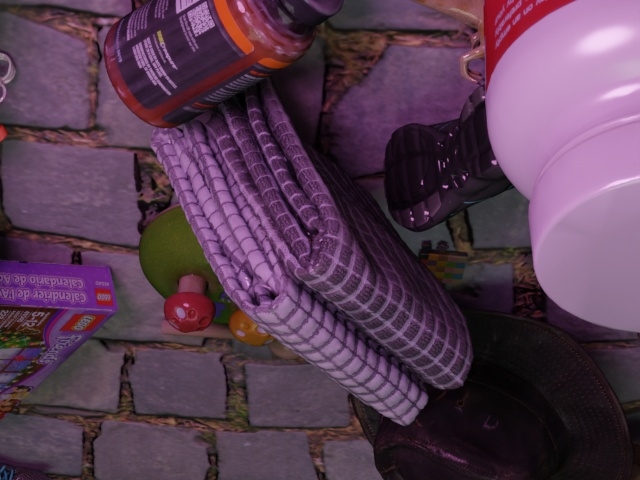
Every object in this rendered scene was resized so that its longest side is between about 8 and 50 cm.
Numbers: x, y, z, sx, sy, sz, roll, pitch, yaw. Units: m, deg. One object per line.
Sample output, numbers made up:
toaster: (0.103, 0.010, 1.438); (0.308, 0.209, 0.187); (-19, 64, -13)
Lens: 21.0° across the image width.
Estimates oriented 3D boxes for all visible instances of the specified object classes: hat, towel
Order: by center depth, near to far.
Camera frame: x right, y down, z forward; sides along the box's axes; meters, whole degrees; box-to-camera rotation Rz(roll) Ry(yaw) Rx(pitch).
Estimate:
towel: (0.000, 0.000, 1.521); (0.121, 0.283, 0.235); (-41, 134, 12)
hat: (0.154, 0.217, 1.821); (0.331, 0.134, 0.331); (16, 131, 20)

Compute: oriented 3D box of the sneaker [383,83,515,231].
sneaker: (0.145, -0.069, 1.526); (0.106, 0.101, 0.267); (-3, 171, -27)

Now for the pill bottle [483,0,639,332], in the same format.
pill bottle: (0.224, -0.151, 1.167); (0.229, 0.407, 0.229); (2, 144, 1)

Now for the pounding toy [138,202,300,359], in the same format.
pounding toy: (-0.094, 0.068, 1.747); (0.183, 0.110, 0.237); (1, 144, 3)

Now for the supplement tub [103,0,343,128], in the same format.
supplement tub: (-0.076, -0.174, 1.415); (0.198, 0.106, 0.106); (-25, 136, 33)

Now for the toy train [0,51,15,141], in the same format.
toy train: (-0.355, -0.123, 1.519); (0.166, 0.046, 0.125); (5, 116, -9)

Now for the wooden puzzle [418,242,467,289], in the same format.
wooden puzzle: (0.122, 0.027, 1.762); (0.049, 0.006, 0.083); (5, 144, -3)

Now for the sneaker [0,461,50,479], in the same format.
sneaker: (-0.415, 0.291, 2.121); (0.167, 0.065, 0.076); (3, 140, -3)

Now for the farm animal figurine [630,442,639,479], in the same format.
farm animal figurine: (0.380, 0.297, 1.985); (0.327, 0.172, 0.330); (12, 133, 20)

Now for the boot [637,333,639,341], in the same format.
boot: (0.285, -0.044, 1.482); (0.090, 0.206, 0.248); (-7, 143, 13)

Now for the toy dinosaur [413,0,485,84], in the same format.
toy dinosaur: (0.144, -0.182, 1.451); (0.183, 0.053, 0.092); (6, 130, -9)

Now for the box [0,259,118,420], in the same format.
box: (-0.370, 0.110, 1.818); (0.201, 0.057, 0.293); (4, 149, -36)
